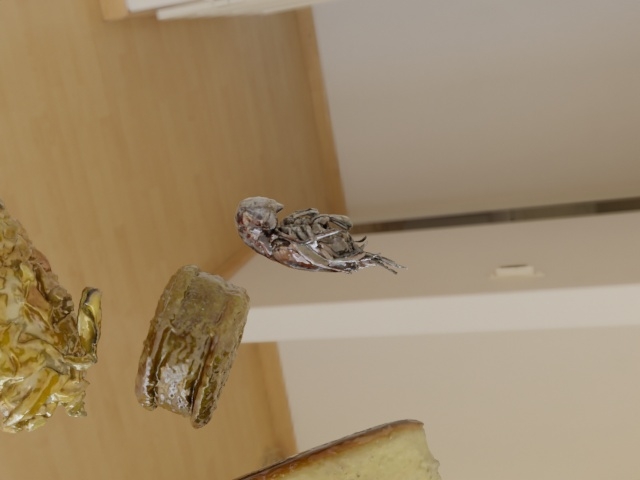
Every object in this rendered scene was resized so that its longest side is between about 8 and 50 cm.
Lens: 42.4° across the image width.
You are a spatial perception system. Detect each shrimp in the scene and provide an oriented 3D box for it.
[{"bbox_3d":[0.000,0.000,0.753,0.057,0.165,0.065,-70,165,-55],"label":"shrimp"}]

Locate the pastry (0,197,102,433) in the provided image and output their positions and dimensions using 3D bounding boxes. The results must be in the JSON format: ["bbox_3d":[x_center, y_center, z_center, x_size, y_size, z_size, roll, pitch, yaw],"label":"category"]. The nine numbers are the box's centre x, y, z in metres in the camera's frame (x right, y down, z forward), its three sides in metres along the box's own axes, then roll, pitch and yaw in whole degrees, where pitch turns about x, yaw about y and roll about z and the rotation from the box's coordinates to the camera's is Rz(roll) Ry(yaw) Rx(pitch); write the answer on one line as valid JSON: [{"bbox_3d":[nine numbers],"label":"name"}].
[{"bbox_3d":[-0.300,0.064,0.792,0.250,0.154,0.102,50,-15,5],"label":"pastry"}]

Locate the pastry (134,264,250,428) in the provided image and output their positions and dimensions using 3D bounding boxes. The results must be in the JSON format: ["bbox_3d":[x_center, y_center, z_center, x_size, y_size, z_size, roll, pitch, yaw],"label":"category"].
[{"bbox_3d":[-0.155,0.129,1.007,0.189,0.103,0.189,18,90,-90],"label":"pastry"}]

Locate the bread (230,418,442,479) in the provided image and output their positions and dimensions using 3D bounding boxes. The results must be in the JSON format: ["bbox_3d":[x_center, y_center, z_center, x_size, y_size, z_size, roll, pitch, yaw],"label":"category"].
[{"bbox_3d":[-0.035,0.348,0.918,0.324,0.332,0.143,98,-30,-58],"label":"bread"}]
